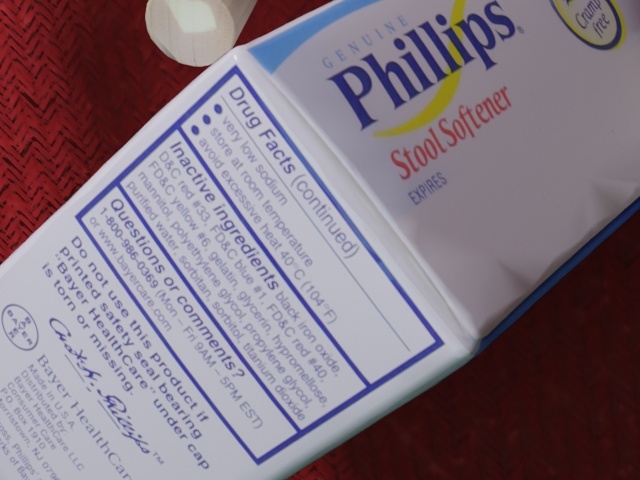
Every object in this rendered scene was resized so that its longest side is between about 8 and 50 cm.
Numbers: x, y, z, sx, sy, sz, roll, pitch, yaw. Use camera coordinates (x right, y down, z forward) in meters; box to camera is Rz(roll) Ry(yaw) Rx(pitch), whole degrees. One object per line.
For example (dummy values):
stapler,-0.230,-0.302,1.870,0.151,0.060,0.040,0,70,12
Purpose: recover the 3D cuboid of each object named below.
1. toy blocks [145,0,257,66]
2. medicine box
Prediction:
toy blocks,-0.140,-0.271,0.792,0.288,0.260,0.309,3,128,15
medicine box,0.000,0.000,0.803,0.289,0.263,0.149,-37,89,42
